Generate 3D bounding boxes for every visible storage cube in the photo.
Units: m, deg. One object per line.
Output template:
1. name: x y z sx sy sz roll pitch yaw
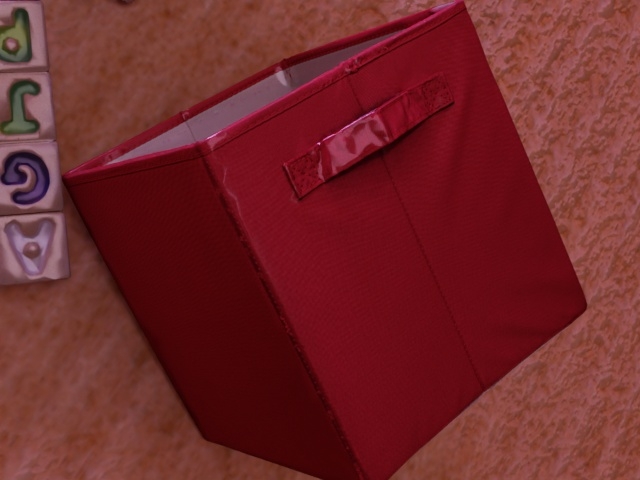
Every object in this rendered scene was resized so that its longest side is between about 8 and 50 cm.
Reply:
1. storage cube: 0.000 0.000 0.556 0.184 0.215 0.193 -34 106 -30

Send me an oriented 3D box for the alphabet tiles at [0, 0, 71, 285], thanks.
1. alphabet tiles: -0.260 -0.064 0.501 0.237 0.009 0.198 -7 95 -22

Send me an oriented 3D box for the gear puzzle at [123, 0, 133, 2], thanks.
1. gear puzzle: -0.123 -0.250 0.592 0.339 0.044 0.175 -50 138 -12
